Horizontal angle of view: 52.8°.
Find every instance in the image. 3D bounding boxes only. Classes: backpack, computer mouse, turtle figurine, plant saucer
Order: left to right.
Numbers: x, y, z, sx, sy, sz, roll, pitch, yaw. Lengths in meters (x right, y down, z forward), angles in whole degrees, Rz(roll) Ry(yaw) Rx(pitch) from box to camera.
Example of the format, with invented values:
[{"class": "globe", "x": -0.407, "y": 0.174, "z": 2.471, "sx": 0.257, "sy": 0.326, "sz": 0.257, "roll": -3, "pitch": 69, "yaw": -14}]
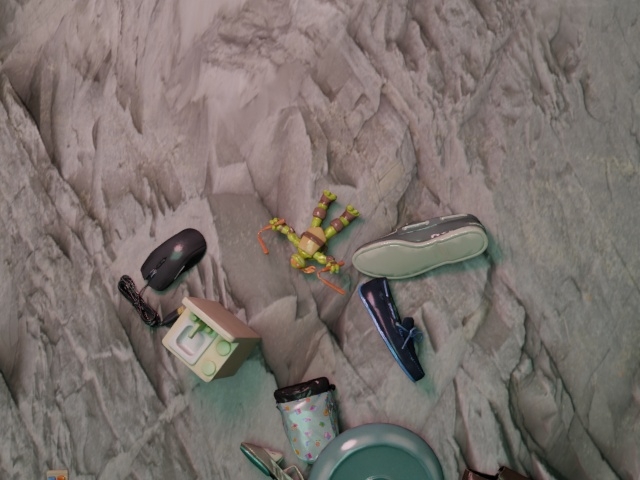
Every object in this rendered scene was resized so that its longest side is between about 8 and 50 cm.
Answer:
[{"class": "computer mouse", "x": -0.384, "y": 0.098, "z": 1.632, "sx": 0.262, "sy": 0.060, "sz": 0.184, "roll": -37, "pitch": 77, "yaw": 3}, {"class": "backpack", "x": -0.026, "y": 0.422, "z": 1.495, "sx": 0.152, "sy": 0.115, "sz": 0.182, "roll": -15, "pitch": 83, "yaw": 5}, {"class": "turtle figurine", "x": 0.000, "y": 0.000, "z": 1.566, "sx": 0.269, "sy": 0.087, "sz": 0.217, "roll": 34, "pitch": 81, "yaw": 22}, {"class": "plant saucer", "x": 0.127, "y": 0.567, "z": 1.431, "sx": 0.318, "sy": 0.044, "sz": 0.317, "roll": 0, "pitch": 91, "yaw": -6}]

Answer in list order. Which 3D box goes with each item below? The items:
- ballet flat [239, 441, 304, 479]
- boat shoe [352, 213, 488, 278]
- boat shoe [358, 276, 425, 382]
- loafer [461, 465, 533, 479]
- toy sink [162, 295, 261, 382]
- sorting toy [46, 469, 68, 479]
[{"class": "ballet flat", "x": -0.099, "y": 0.542, "z": 1.522, "sx": 0.213, "sy": 0.072, "sz": 0.068, "roll": 44, "pitch": 63, "yaw": 12}, {"class": "boat shoe", "x": 0.233, "y": 0.008, "z": 1.537, "sx": 0.320, "sy": 0.116, "sz": 0.099, "roll": -13, "pitch": 36, "yaw": 15}, {"class": "boat shoe", "x": 0.179, "y": 0.200, "z": 1.497, "sx": 0.089, "sy": 0.109, "sz": 0.258, "roll": -29, "pitch": 80, "yaw": 1}, {"class": "loafer", "x": 0.415, "y": 0.538, "z": 1.417, "sx": 0.220, "sy": 0.080, "sz": 0.078, "roll": -1, "pitch": 82, "yaw": 10}, {"class": "toy sink", "x": -0.260, "y": 0.232, "z": 1.502, "sx": 0.153, "sy": 0.234, "sz": 0.131, "roll": 37, "pitch": 89, "yaw": 12}, {"class": "sorting toy", "x": -0.652, "y": 0.611, "z": 1.626, "sx": 0.083, "sy": 0.012, "sz": 0.062, "roll": -6, "pitch": 80, "yaw": 9}]
